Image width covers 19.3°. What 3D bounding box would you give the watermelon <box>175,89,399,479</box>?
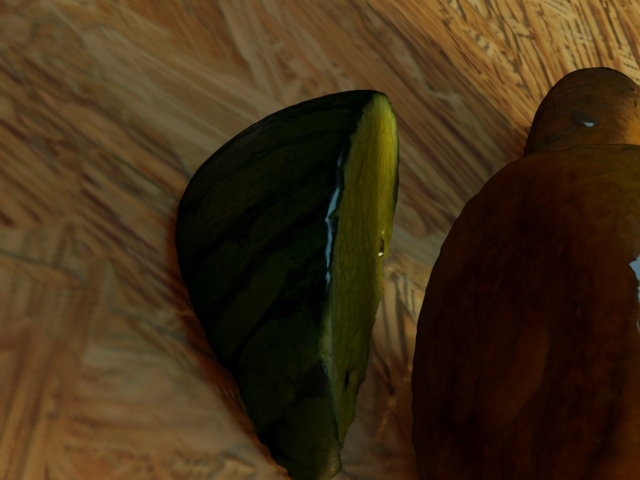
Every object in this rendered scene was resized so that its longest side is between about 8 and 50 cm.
[{"bbox_3d":[0.004,-0.008,0.692,0.092,0.075,0.181,41,31,-12],"label":"watermelon"}]

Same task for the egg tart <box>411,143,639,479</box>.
[{"bbox_3d":[0.126,0.056,0.664,0.147,0.203,0.203,9,45,-25],"label":"egg tart"}]

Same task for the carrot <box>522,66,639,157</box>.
[{"bbox_3d":[0.116,-0.021,0.844,0.060,0.060,0.186,37,35,-11],"label":"carrot"}]
